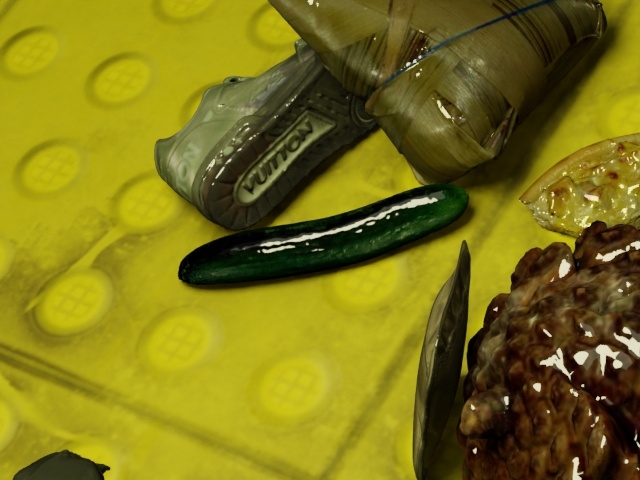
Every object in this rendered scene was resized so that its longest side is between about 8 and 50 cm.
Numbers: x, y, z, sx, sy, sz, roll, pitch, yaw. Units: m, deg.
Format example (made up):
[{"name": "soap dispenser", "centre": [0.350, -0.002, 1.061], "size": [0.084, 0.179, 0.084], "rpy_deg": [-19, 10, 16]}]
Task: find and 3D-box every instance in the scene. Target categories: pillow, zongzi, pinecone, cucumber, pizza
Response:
[{"name": "pillow", "centre": [0.095, 0.102, 1.408], "size": [0.033, 0.217, 0.130], "rpy_deg": [12, 55, 7]}, {"name": "zongzi", "centre": [0.100, -0.224, 1.636], "size": [0.289, 0.123, 0.260], "rpy_deg": [46, 61, -5]}, {"name": "pinecone", "centre": [0.240, 0.123, 1.322], "size": [0.296, 0.242, 0.298], "rpy_deg": [-19, 37, -6]}, {"name": "cucumber", "centre": [0.000, 0.000, 1.627], "size": [0.284, 0.056, 0.056], "rpy_deg": [-15, 49, 10]}, {"name": "pizza", "centre": [0.260, -0.050, 1.592], "size": [0.160, 0.035, 0.099], "rpy_deg": [-25, 49, -2]}]

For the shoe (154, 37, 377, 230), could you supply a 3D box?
[{"name": "shoe", "centre": [-0.043, -0.138, 1.714], "size": [0.293, 0.109, 0.149], "rpy_deg": [-44, 44, -21]}]

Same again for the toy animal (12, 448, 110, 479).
[{"name": "toy animal", "centre": [-0.239, 0.277, 1.419], "size": [0.115, 0.146, 0.245], "rpy_deg": [1, 54, 18]}]
